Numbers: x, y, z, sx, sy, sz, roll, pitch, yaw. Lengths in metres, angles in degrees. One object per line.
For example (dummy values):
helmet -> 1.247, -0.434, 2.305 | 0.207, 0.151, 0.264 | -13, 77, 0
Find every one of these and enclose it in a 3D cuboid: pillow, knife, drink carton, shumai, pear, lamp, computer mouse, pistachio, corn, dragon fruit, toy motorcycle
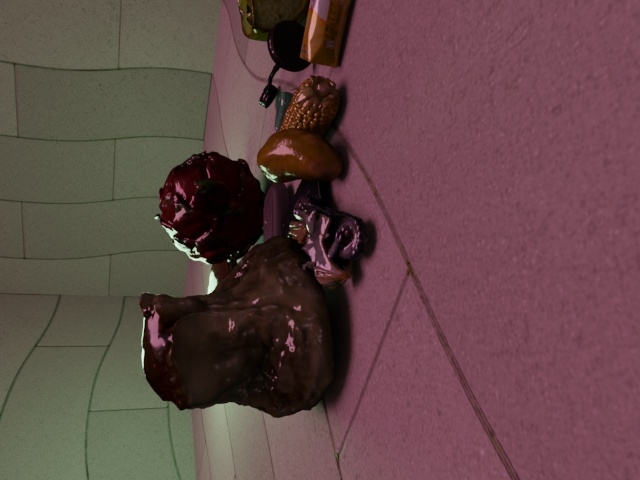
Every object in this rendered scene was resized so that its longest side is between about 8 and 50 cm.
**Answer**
pillow -> -0.319, 0.212, 1.672 | 0.308, 0.108, 0.306 | -114, 33, -51
knife -> -0.116, -0.287, 1.336 | 0.260, 0.034, 0.063 | 113, 156, -48
drink carton -> 0.015, -0.438, 0.941 | 0.084, 0.074, 0.200 | -122, 42, -57
pillow -> -0.038, -0.058, 1.040 | 0.208, 0.055, 0.141 | 122, 148, -47
shumai -> -0.172, 0.174, 0.948 | 0.397, 0.323, 0.324 | -146, 53, -61
pear -> -0.123, -0.596, 1.239 | 0.255, 0.163, 0.239 | -173, 77, -75
lamp -> -0.094, -0.396, 1.246 | 0.130, 0.108, 0.371 | -61, 4, -18
computer mouse -> -0.102, -0.033, 1.208 | 0.120, 0.057, 0.233 | 126, 145, -55
pistachio -> -0.042, -0.162, 0.941 | 0.189, 0.110, 0.100 | 9, 61, 39
corn -> -0.036, -0.231, 1.018 | 0.091, 0.091, 0.260 | 48, 150, 2
dragon fruit -> -0.301, -0.089, 1.414 | 0.329, 0.328, 0.330 | -176, 90, -70
toy motorcycle -> 0.001, 0.000, 0.863 | 0.229, 0.093, 0.130 | 32, 115, 56
